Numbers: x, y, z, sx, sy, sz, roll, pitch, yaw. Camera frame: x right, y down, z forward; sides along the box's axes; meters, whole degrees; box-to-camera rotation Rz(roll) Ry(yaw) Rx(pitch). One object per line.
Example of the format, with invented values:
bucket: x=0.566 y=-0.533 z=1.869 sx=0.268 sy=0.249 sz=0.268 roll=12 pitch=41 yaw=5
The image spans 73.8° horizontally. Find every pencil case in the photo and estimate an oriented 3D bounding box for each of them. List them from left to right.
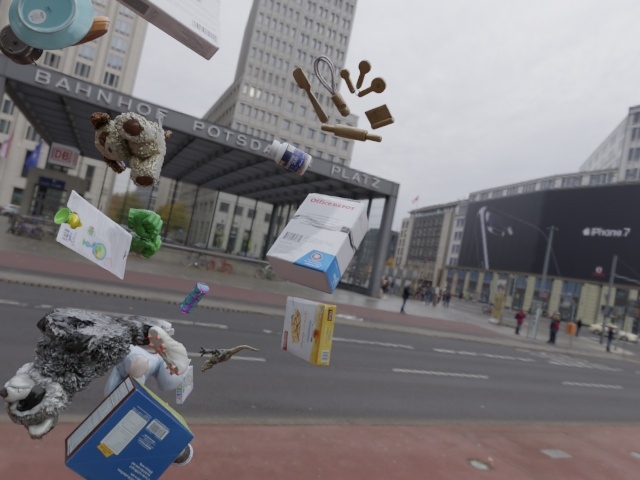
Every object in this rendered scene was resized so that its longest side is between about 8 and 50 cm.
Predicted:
pencil case: x=-0.572 y=0.260 z=1.930 sx=0.064 sy=0.152 sz=0.070 roll=35 pitch=14 yaw=-20

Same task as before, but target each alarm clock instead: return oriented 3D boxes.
alarm clock: x=-1.039 y=-0.677 z=1.447 sx=0.192 sy=0.129 sz=0.064 roll=17 pitch=-6 yaw=2

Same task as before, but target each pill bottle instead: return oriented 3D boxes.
pill bottle: x=-0.093 y=-0.247 z=1.262 sx=0.120 sy=0.067 sz=0.067 roll=26 pitch=-6 yaw=-12

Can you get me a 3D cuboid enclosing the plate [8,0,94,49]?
plate: x=-0.630 y=-0.532 z=0.992 sx=0.188 sy=0.188 sz=0.024 roll=12 pitch=-13 yaw=-5

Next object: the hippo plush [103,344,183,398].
hippo plush: x=-0.656 y=0.506 z=1.609 sx=0.236 sy=0.234 sz=0.294 roll=23 pitch=2 yaw=-39

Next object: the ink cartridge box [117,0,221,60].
ink cartridge box: x=-0.426 y=-0.702 z=1.225 sx=0.066 sy=0.261 sz=0.296 roll=-29 pitch=-36 yaw=35

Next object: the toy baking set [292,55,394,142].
toy baking set: x=0.057 y=-0.334 z=1.013 sx=0.256 sy=0.197 sz=0.030 roll=14 pitch=42 yaw=24

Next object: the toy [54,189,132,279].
toy: x=-0.580 y=-0.005 z=1.081 sx=0.056 sy=0.137 sz=0.237 roll=-5 pitch=-28 yaw=8

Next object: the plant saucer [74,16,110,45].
plant saucer: x=-0.818 y=-0.714 z=1.467 sx=0.199 sy=0.037 sz=0.200 roll=-20 pitch=22 yaw=8

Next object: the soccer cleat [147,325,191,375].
soccer cleat: x=-0.458 y=0.325 z=1.294 sx=0.068 sy=0.196 sz=0.076 roll=-2 pitch=33 yaw=26

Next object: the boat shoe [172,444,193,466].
boat shoe: x=-0.614 y=0.701 z=1.523 sx=0.335 sy=0.121 sz=0.119 roll=13 pitch=-43 yaw=7

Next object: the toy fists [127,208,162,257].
toy fists: x=-0.809 y=-0.028 z=1.969 sx=0.142 sy=0.279 sz=0.096 roll=7 pitch=41 yaw=-17

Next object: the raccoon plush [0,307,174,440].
raccoon plush: x=-0.638 y=0.378 z=1.209 sx=0.216 sy=0.299 sz=0.446 roll=19 pitch=0 yaw=45

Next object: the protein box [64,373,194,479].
protein box: x=-0.461 y=0.481 z=1.034 sx=0.200 sy=0.201 sz=0.136 roll=51 pitch=-23 yaw=-21

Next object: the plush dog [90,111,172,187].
plush dog: x=-0.644 y=-0.332 z=1.430 sx=0.225 sy=0.263 sz=0.211 roll=6 pitch=40 yaw=4

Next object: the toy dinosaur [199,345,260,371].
toy dinosaur: x=-0.360 y=0.415 z=1.549 sx=0.268 sy=0.064 sz=0.118 roll=-24 pitch=-31 yaw=25

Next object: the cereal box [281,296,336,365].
cereal box: x=-0.043 y=0.269 z=1.299 sx=0.047 sy=0.173 sz=0.240 roll=10 pitch=-7 yaw=-30

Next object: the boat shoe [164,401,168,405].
boat shoe: x=-0.487 y=0.495 z=1.181 sx=0.063 sy=0.059 sz=0.170 roll=-9 pitch=-11 yaw=22

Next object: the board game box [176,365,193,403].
board game box: x=-0.570 y=0.603 z=1.791 sx=0.026 sy=0.104 sz=0.154 roll=0 pitch=2 yaw=-1

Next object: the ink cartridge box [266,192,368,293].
ink cartridge box: x=0.000 y=0.000 z=1.839 sx=0.285 sy=0.395 sz=0.166 roll=14 pitch=-36 yaw=27
